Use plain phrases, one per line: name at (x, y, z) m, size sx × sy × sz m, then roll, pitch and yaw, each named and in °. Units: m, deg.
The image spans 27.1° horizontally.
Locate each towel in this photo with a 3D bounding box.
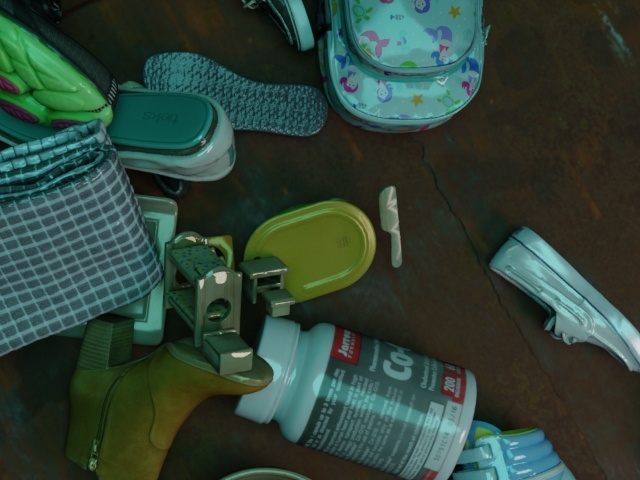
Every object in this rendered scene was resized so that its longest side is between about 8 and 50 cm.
towel at (-0.348, 0.008, 1.588) m, size 0.283 × 0.235 × 0.121 m, roll -22°, pitch 48°, yaw -5°

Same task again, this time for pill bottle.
pill bottle at (0.043, 0.200, 1.707) m, size 0.283 × 0.161 × 0.161 m, roll 19°, pitch 84°, yaw -5°

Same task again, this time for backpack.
backpack at (0.107, -0.270, 1.743) m, size 0.225 × 0.191 × 0.254 m, roll 0°, pitch 91°, yaw -7°

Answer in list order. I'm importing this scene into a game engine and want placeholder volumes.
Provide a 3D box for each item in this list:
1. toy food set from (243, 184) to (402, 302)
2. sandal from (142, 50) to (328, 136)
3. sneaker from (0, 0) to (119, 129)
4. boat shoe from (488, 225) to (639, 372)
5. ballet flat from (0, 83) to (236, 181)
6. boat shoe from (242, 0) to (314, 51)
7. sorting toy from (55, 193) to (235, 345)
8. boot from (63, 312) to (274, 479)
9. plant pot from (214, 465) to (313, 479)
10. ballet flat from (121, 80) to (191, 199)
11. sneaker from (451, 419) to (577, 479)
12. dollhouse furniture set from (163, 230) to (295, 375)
toy food set at (0.000, 0.000, 1.771) m, size 0.217 × 0.071 × 0.128 m, roll -16°, pitch 112°, yaw -5°
sandal at (-0.118, -0.186, 1.778) m, size 0.254 × 0.054 × 0.097 m, roll 14°, pitch 92°, yaw -15°
sneaker at (-0.398, -0.325, 1.638) m, size 0.202 × 0.185 × 0.483 m, roll -37°, pitch 69°, yaw -19°
boat shoe at (0.336, 0.097, 1.791) m, size 0.258 × 0.095 × 0.084 m, roll 44°, pitch 87°, yaw 9°
ballet flat at (-0.282, -0.143, 1.695) m, size 0.400 × 0.139 × 0.139 m, roll 13°, pitch 84°, yaw 24°
boat shoe at (-0.081, -0.341, 1.779) m, size 0.070 × 0.078 × 0.219 m, roll -27°, pitch 81°, yaw -8°
sorting toy at (-0.284, 0.033, 1.743) m, size 0.347 × 0.047 × 0.196 m, roll 7°, pitch 90°, yaw -5°
boot at (-0.193, 0.220, 1.657) m, size 0.295 × 0.104 × 0.211 m, roll 13°, pitch 101°, yaw 30°
plant pot at (-0.075, 0.405, 1.706) m, size 0.237 × 0.110 × 0.238 m, roll 0°, pitch 86°, yaw -5°
ballet flat at (-0.216, -0.135, 1.758) m, size 0.057 × 0.049 × 0.173 m, roll -27°, pitch 89°, yaw -8°
sneaker at (0.190, 0.357, 1.735) m, size 0.319 × 0.127 × 0.208 m, roll -30°, pitch 92°, yaw -17°
dollhouse furniture set at (-0.084, 0.063, 1.616) m, size 0.160 × 0.182 × 0.101 m, roll -9°, pitch 118°, yaw -26°
